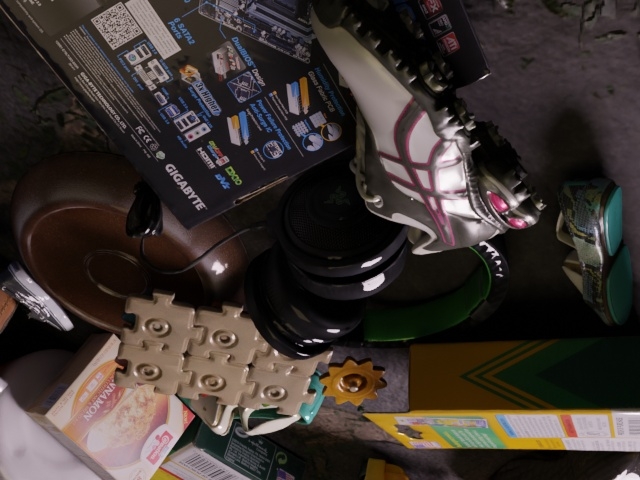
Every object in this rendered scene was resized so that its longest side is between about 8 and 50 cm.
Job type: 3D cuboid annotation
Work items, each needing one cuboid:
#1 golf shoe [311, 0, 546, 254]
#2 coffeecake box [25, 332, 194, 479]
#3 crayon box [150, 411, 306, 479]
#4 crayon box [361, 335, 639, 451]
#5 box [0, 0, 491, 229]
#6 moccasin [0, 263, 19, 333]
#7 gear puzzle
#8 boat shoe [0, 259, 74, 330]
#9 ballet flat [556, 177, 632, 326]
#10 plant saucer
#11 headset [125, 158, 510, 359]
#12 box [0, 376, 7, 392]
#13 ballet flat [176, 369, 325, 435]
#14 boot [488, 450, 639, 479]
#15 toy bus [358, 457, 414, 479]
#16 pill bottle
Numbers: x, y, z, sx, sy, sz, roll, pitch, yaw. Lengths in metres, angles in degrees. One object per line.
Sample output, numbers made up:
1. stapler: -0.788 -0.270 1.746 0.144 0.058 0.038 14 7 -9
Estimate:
1. golf shoe: 0.064 -0.073 0.563 0.120 0.105 0.273 -30 131 22
2. coffeecake box: -0.291 0.245 1.061 0.068 0.142 0.185 -7 129 46
3. crayon box: -0.200 0.398 1.248 0.202 0.081 0.318 37 132 -19
4. crayon box: 0.231 0.181 0.856 0.323 0.083 0.203 -6 153 20
5. box: -0.060 -0.186 0.568 0.293 0.073 0.295 -28 125 10
6. moccasin: -0.570 0.018 0.933 0.139 0.147 0.380 -29 120 36
7. gear puzzle: -0.077 0.139 0.927 0.339 0.044 0.175 12 127 -9
8. boat shoe: -0.379 0.081 0.995 0.049 0.040 0.142 42 164 41
9. ballet flat: 0.269 0.010 0.744 0.070 0.070 0.188 -5 130 21
10. plant saucer: -0.240 0.029 0.918 0.311 0.050 0.310 9 136 9
11. headset: 0.000 0.000 0.784 0.394 0.185 0.243 11 142 -15
12. box: -0.589 0.244 1.031 0.322 0.232 0.058 2 137 47
13. ballet flat: -0.113 0.227 1.046 0.247 0.087 0.083 -8 134 24
14. boot: 0.389 0.372 1.028 0.223 0.118 0.338 26 140 -16
15. toy bus: 0.158 0.445 1.143 0.211 0.149 0.220 1 132 10
16. pill bottle: -0.513 0.317 1.160 0.392 0.224 0.224 -21 125 32
